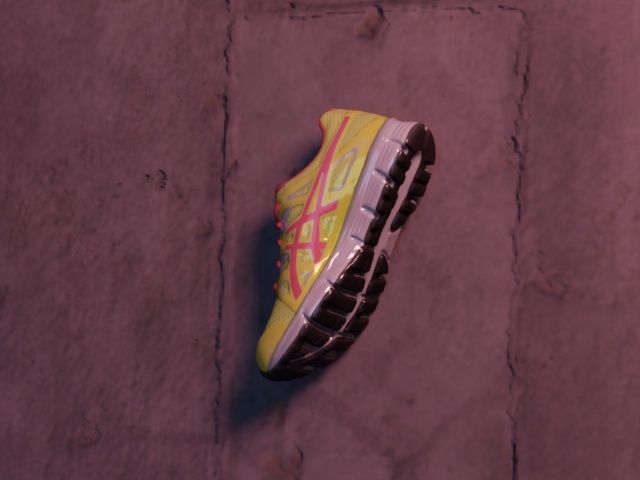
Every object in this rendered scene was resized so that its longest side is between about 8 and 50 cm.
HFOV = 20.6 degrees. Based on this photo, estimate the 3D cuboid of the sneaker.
[{"bbox_3d":[0.000,0.000,1.250,0.094,0.081,0.208,27,90,26],"label":"sneaker"}]
